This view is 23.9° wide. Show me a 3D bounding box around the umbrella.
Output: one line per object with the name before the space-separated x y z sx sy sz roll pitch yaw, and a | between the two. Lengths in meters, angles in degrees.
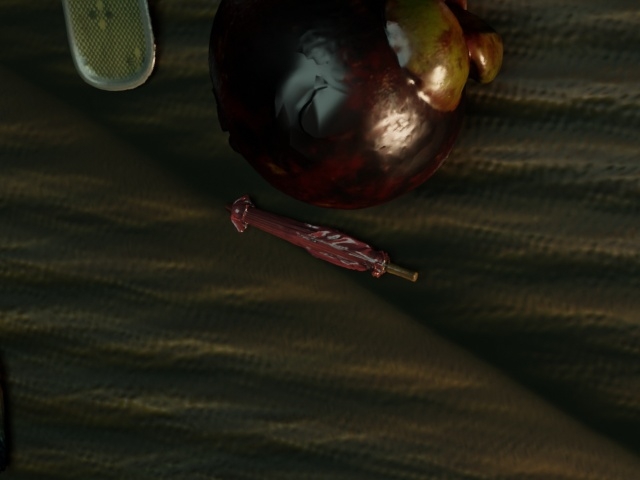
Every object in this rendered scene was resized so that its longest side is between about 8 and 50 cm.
umbrella | 0.000 0.000 1.162 0.165 0.027 0.025 21 55 19

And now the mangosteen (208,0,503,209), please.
mangosteen | 0.021 -0.121 1.060 0.210 0.210 0.210 1 93 20

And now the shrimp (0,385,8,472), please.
shrimp | -0.367 0.174 1.291 0.198 0.051 0.262 35 101 14

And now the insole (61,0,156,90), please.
insole | -0.188 -0.273 1.178 0.109 0.007 0.322 -1 108 23
